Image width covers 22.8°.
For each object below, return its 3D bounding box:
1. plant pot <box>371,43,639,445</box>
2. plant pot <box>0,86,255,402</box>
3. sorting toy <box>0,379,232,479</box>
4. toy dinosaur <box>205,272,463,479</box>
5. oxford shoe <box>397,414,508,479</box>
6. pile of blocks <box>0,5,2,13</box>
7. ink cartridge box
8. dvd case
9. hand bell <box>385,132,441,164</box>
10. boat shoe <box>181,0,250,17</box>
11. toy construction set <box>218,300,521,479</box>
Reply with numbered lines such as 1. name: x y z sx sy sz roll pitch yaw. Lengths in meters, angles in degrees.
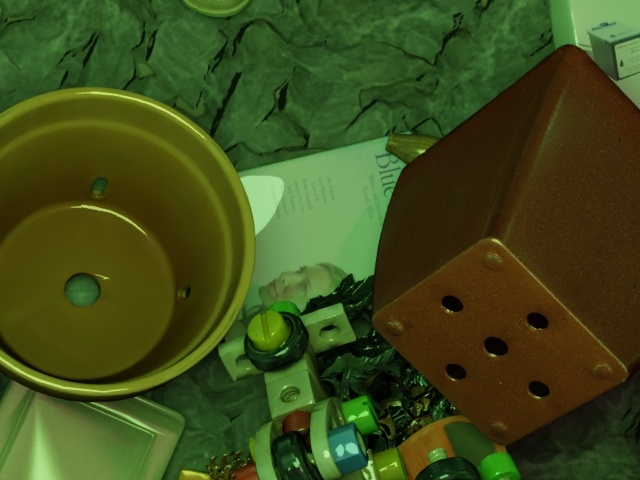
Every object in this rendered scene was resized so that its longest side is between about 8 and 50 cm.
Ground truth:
1. plant pot: 0.200 0.030 1.485 0.267 0.267 0.236 44 44 -8
2. plant pot: -0.221 0.026 1.516 0.291 0.203 0.291 4 72 -12
3. sorting toy: -0.254 0.230 1.615 0.347 0.047 0.196 25 91 -5
4. toy dinosaur: 0.051 0.174 1.595 0.322 0.164 0.218 -30 119 -25
5. oxford shoe: 0.036 0.317 1.554 0.363 0.133 0.130 -30 57 -2
6. pile of blocks: -0.493 -0.289 1.578 0.362 0.149 0.113 20 44 -14
7. ink cartridge box: 0.323 -0.199 1.660 0.139 0.082 0.191 -10 92 -6
8. dvd case: 0.000 0.000 1.654 0.253 0.022 0.180 -14 91 -6
9. hand bell: 0.184 -0.065 1.632 0.242 0.126 0.126 17 88 0
10. boat shoe: -0.084 -0.399 1.603 0.121 0.110 0.341 10 88 -6
11. toy construction set: -0.028 0.202 1.451 0.309 0.237 0.257 -41 133 23
